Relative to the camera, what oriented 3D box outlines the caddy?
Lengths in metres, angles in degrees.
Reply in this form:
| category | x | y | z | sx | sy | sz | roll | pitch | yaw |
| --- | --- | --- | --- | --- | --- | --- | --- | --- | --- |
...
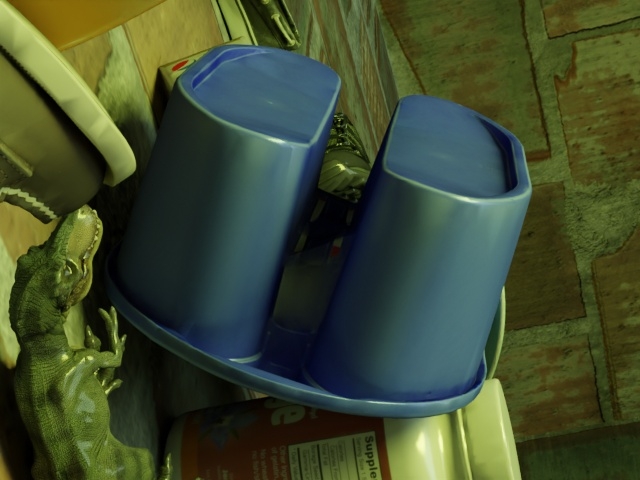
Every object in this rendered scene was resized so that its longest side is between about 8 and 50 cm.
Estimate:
| category | x | y | z | sx | sy | sz | roll | pitch | yaw |
| --- | --- | --- | --- | --- | --- | --- | --- | --- | --- |
| caddy | 0.000 | 0.000 | 0.881 | 0.341 | 0.241 | 0.179 | -69 | 175 | -73 |

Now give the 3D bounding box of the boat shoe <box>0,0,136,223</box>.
| category | x | y | z | sx | sy | sz | roll | pitch | yaw |
| --- | --- | --- | --- | --- | --- | --- | --- | --- | --- |
| boat shoe | -0.157 | -0.065 | 0.480 | 0.116 | 0.097 | 0.324 | 39 | -6 | 16 |

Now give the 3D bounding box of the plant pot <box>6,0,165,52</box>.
| category | x | y | z | sx | sy | sz | roll | pitch | yaw |
| --- | --- | --- | --- | --- | --- | --- | --- | --- | --- |
| plant pot | -0.120 | -0.216 | 0.640 | 0.188 | 0.205 | 0.205 | 58 | 17 | -24 |

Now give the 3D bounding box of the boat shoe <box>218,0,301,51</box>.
| category | x | y | z | sx | sy | sz | roll | pitch | yaw |
| --- | --- | --- | --- | --- | --- | --- | --- | --- | --- |
| boat shoe | -0.071 | -0.268 | 1.326 | 0.219 | 0.070 | 0.078 | 69 | 13 | -46 |

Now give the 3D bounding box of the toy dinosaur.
| category | x | y | z | sx | sy | sz | roll | pitch | yaw |
| --- | --- | --- | --- | --- | --- | --- | --- | --- | --- |
| toy dinosaur | -0.110 | 0.109 | 0.685 | 0.118 | 0.064 | 0.268 | -54 | 137 | -74 |

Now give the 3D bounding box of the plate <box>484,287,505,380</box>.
| category | x | y | z | sx | sy | sz | roll | pitch | yaw |
| --- | --- | --- | --- | --- | --- | --- | --- | --- | --- |
| plate | 0.087 | 0.053 | 1.041 | 0.188 | 0.024 | 0.188 | -11 | -103 | 59 |

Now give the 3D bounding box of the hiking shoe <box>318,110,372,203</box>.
| category | x | y | z | sx | sy | sz | roll | pitch | yaw |
| --- | --- | --- | --- | --- | --- | --- | --- | --- | --- |
| hiking shoe | 0.002 | -0.075 | 1.318 | 0.114 | 0.086 | 0.227 | 60 | 4 | 5 |

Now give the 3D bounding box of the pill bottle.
| category | x | y | z | sx | sy | sz | roll | pitch | yaw |
| --- | --- | --- | --- | --- | --- | --- | --- | --- | --- |
| pill bottle | 0.017 | 0.152 | 0.888 | 0.121 | 0.216 | 0.121 | -11 | 90 | -81 |

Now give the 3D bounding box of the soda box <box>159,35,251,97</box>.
| category | x | y | z | sx | sy | sz | roll | pitch | yaw |
| --- | --- | --- | --- | --- | --- | --- | --- | --- | --- |
| soda box | -0.054 | -0.045 | 1.081 | 0.069 | 0.073 | 0.216 | -124 | -166 | -61 |
